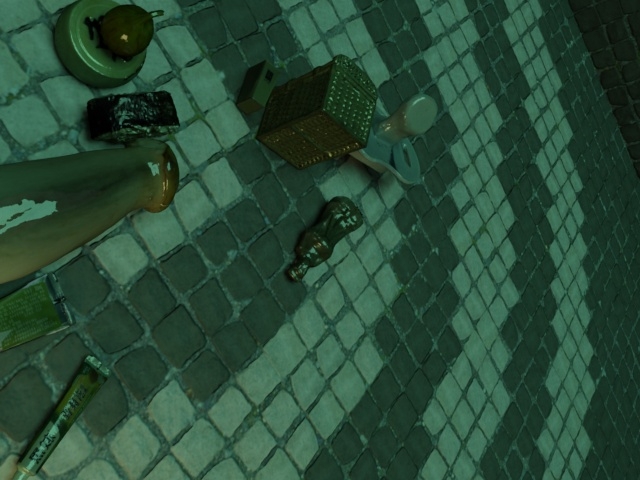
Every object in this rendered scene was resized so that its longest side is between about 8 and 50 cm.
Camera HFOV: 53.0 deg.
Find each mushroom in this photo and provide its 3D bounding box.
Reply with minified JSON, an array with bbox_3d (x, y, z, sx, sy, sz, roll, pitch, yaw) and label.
[{"bbox_3d":[-0.383,-0.042,0.898,0.408,0.138,0.154,-22,86,-39],"label":"mushroom"}]

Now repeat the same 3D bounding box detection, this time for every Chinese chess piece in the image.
[{"bbox_3d":[-0.352,-0.319,1.035,0.144,0.059,0.143,11,74,-43],"label":"Chinese chess piece"}]

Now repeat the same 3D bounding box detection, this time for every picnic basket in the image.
[{"bbox_3d":[-0.004,-0.255,1.263,0.134,0.196,0.154,34,59,-34],"label":"picnic basket"}]

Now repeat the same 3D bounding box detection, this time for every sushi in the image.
[{"bbox_3d":[-0.301,-0.199,1.040,0.150,0.091,0.078,-16,96,-47],"label":"sushi"}]

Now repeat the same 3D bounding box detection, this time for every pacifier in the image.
[{"bbox_3d":[0.160,-0.259,1.420,0.279,0.207,0.227,25,47,-39],"label":"pacifier"}]

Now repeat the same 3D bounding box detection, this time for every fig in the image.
[{"bbox_3d":[-0.292,-0.329,0.988,0.084,0.098,0.081,-15,92,-34],"label":"fig"}]

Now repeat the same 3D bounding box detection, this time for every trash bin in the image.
[{"bbox_3d":[-0.123,-0.296,1.253,0.043,0.061,0.092,34,62,-34],"label":"trash bin"}]

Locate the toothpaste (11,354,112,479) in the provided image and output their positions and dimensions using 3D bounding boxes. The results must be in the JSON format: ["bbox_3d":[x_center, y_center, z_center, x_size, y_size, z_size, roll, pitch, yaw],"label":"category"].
[{"bbox_3d":[-0.371,0.257,0.913,0.049,0.032,0.204,49,49,-26],"label":"toothpaste"}]

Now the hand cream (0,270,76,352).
[{"bbox_3d":[-0.444,0.123,0.865,0.235,0.055,0.086,-32,106,-51],"label":"hand cream"}]

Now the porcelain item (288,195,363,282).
[{"bbox_3d":[0.000,0.000,1.310,0.215,0.069,0.081,-49,120,-33],"label":"porcelain item"}]
